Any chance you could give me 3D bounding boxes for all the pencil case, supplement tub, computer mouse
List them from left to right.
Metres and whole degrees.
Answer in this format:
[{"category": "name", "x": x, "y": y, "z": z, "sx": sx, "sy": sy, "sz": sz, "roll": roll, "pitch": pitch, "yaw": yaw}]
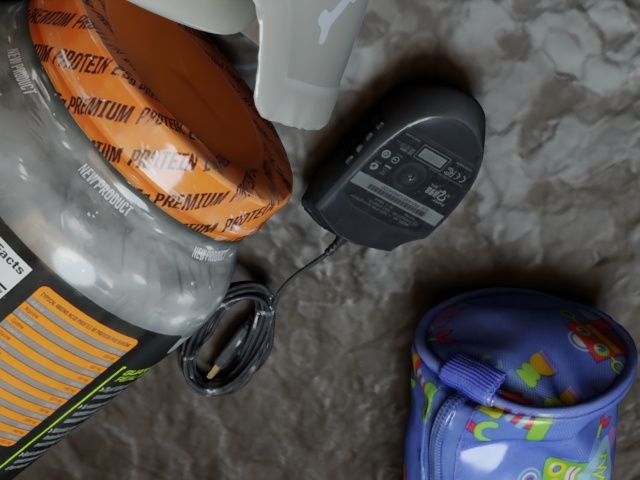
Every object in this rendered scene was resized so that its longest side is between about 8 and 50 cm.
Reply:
[{"category": "supplement tub", "x": -0.178, "y": 0.017, "z": 0.806, "sx": 0.316, "sy": 0.193, "sz": 0.193, "roll": -38, "pitch": 111, "yaw": 16}, {"category": "computer mouse", "x": 0.000, "y": 0.000, "z": 0.892, "sx": 0.071, "sy": 0.041, "sz": 0.242, "roll": 29, "pitch": 119, "yaw": -32}, {"category": "pencil case", "x": 0.095, "y": 0.181, "z": 0.928, "sx": 0.119, "sy": 0.133, "sz": 0.306, "roll": 24, "pitch": 121, "yaw": 33}]

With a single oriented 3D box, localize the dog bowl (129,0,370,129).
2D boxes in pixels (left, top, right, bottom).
[{"category": "dog bowl", "x": -0.118, "y": -0.178, "z": 0.639, "sx": 0.348, "sy": 0.349, "sz": 0.102, "roll": 30, "pitch": 101, "yaw": -15}]
